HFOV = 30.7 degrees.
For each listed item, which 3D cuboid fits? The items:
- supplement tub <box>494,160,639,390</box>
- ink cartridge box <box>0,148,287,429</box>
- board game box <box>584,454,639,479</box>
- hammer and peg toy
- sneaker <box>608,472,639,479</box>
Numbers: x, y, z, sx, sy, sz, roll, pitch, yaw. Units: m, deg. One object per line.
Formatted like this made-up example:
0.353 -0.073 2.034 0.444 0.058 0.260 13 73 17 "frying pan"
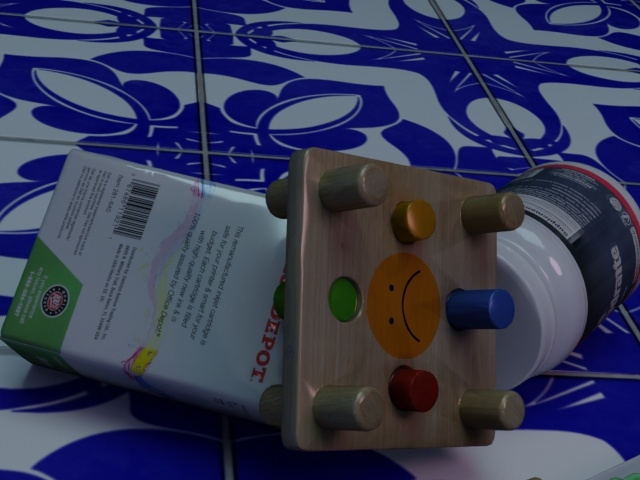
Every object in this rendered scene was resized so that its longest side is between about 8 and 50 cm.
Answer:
0.227 0.035 1.276 0.191 0.191 0.272 25 33 27 "supplement tub"
-0.135 0.049 1.131 0.278 0.117 0.201 14 71 8 "ink cartridge box"
0.339 0.298 0.865 0.390 0.050 0.390 -15 31 -31 "board game box"
0.071 0.112 1.036 0.266 0.361 0.127 6 -9 -42 "hammer and peg toy"
0.212 0.205 0.783 0.410 0.182 0.158 6 26 9 "sneaker"
